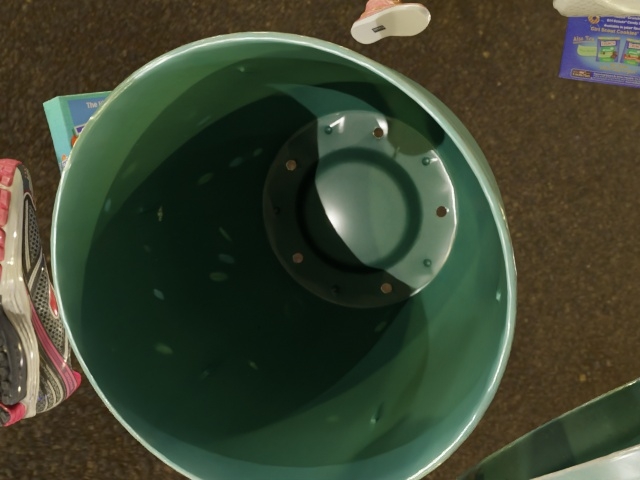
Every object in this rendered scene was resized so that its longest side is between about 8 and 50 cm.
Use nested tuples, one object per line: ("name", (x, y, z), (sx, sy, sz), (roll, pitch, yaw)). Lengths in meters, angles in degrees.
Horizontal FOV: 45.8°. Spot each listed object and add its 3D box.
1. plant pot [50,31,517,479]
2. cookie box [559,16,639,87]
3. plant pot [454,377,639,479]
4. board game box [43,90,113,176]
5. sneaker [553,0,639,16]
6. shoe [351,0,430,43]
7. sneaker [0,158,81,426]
("plant pot", (0.000, 0.000, 0.554), (0.293, 0.293, 0.235), (60, 22, -4))
("cookie box", (0.248, -0.181, 0.605), (0.040, 0.092, 0.107), (-52, 149, -51))
("plant pot", (0.241, 0.162, 0.395), (0.293, 0.293, 0.196), (-15, 73, -32))
("board game box", (-0.222, -0.072, 0.901), (0.160, 0.047, 0.210), (-17, 98, -40))
("sneaker", (0.163, -0.120, 0.300), (0.262, 0.121, 0.099), (39, 25, 2))
("shoe", (0.135, -0.416, 1.381), (0.063, 0.178, 0.081), (40, 65, -34))
("sneaker", (-0.352, 0.055, 0.879), (0.112, 0.121, 0.299), (-12, 103, -53))
